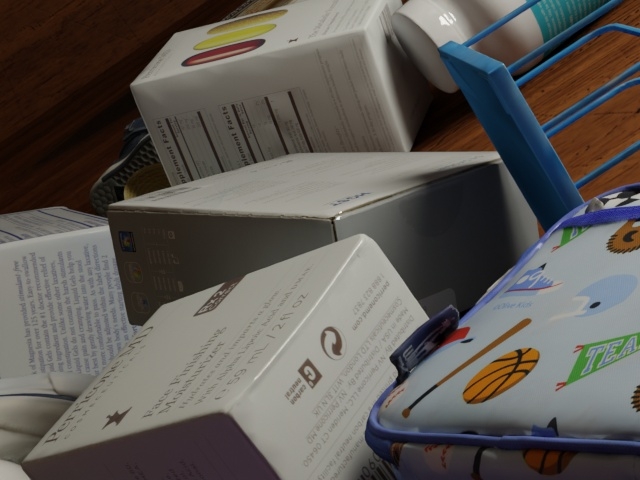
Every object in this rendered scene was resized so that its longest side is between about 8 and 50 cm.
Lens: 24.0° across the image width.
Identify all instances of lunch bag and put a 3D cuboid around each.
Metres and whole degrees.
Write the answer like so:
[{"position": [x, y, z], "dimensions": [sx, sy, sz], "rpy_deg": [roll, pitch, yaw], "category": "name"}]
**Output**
[{"position": [0.171, 0.053, 0.677], "dimensions": [0.243, 0.115, 0.303], "rpy_deg": [-41, 19, -24], "category": "lunch bag"}]

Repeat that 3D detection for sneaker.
[{"position": [-0.179, -0.126, 1.876], "dimensions": [0.226, 0.086, 0.163], "rpy_deg": [-24, 23, 37], "category": "sneaker"}, {"position": [-0.239, 0.158, 1.127], "dimensions": [0.258, 0.094, 0.091], "rpy_deg": [-1, 52, 6], "category": "sneaker"}]

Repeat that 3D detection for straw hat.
[{"position": [-0.134, -0.013, 1.510], "dimensions": [0.144, 0.144, 0.061], "rpy_deg": [-60, -12, -53], "category": "straw hat"}]

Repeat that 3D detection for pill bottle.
[{"position": [0.193, -0.250, 1.382], "dimensions": [0.264, 0.146, 0.146], "rpy_deg": [-39, 17, -11], "category": "pill bottle"}]

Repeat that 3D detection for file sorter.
[{"position": [0.167, -0.064, 0.897], "dimensions": [0.104, 0.170, 0.118], "rpy_deg": [-34, 17, -1], "category": "file sorter"}]

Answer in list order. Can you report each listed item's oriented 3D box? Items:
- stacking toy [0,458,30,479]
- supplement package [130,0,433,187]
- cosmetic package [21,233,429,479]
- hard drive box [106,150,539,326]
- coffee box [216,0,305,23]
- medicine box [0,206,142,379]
[{"position": [-0.399, 0.269, 1.026], "dimensions": [0.479, 0.351, 0.350], "rpy_deg": [-18, 16, -5], "category": "stacking toy"}, {"position": [-0.035, -0.143, 1.453], "dimensions": [0.244, 0.134, 0.139], "rpy_deg": [-11, 26, 21], "category": "supplement package"}, {"position": [-0.029, 0.116, 0.820], "dimensions": [0.183, 0.151, 0.151], "rpy_deg": [-20, 22, 43], "category": "cosmetic package"}, {"position": [0.000, 0.000, 1.006], "dimensions": [0.181, 0.089, 0.232], "rpy_deg": [-19, 15, -40], "category": "hard drive box"}, {"position": [-0.062, -0.267, 2.003], "dimensions": [0.141, 0.098, 0.246], "rpy_deg": [-38, 17, -8], "category": "coffee box"}, {"position": [-0.324, 0.069, 1.334], "dimensions": [0.289, 0.149, 0.263], "rpy_deg": [-11, 9, -20], "category": "medicine box"}]
